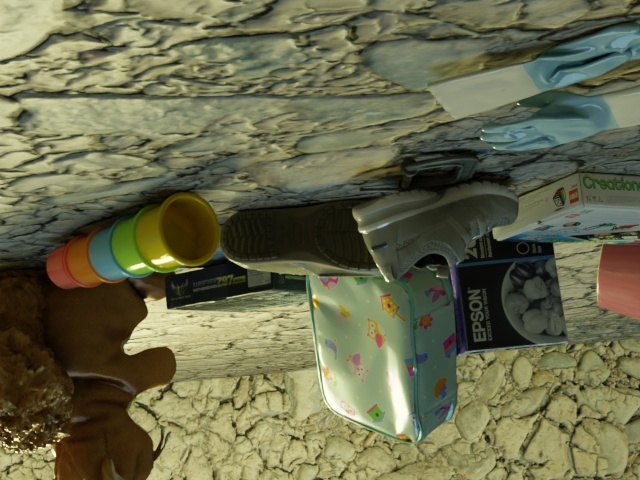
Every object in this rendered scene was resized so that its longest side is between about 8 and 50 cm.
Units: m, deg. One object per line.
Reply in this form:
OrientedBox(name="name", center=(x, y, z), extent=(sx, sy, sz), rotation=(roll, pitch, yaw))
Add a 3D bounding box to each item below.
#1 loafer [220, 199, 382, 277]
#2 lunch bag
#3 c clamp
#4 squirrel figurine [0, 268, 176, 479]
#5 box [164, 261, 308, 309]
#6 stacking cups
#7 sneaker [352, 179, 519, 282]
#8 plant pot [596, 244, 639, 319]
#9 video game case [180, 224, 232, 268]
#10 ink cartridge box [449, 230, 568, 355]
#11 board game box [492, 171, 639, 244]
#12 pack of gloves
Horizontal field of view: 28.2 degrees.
OrientedBox(name="loafer", center=(0.000, 0.000, 1.738), extent=(0.269, 0.101, 0.092), rotation=(3, 170, 2))
OrientedBox(name="lunch bag", center=(0.086, 0.139, 1.848), extent=(0.224, 0.279, 0.108), rotation=(16, -150, 42))
OrientedBox(name="c clamp", center=(0.127, -0.079, 1.578), extent=(0.137, 0.022, 0.160), rotation=(-4, 169, -7))
OrientedBox(name="squirrel figurine", center=(-0.409, 0.237, 1.998), extent=(0.281, 0.370, 0.397), rotation=(-13, 166, 33))
OrientedBox(name="box", center=(-0.097, 0.069, 1.972), extent=(0.233, 0.059, 0.183), rotation=(-11, 168, 39))
OrientedBox(name="stacking cups", center=(-0.265, 0.017, 1.681), extent=(0.096, 0.096, 0.316), rotation=(5, 165, -42))
OrientedBox(name="sneaker", center=(0.153, -0.008, 1.634), extent=(0.281, 0.115, 0.105), rotation=(-10, 176, -41))
OrientedBox(name="plant pot", center=(0.554, 0.056, 2.082), extent=(0.180, 0.201, 0.201), rotation=(7, 174, 22))
OrientedBox(name="video game case", center=(-0.071, 0.011, 1.919), extent=(0.285, 0.025, 0.204), rotation=(0, 167, -26))
OrientedBox(name="ink cartridge box", center=(0.248, 0.065, 1.886), extent=(0.208, 0.206, 0.045), rotation=(-7, 163, 2))
OrientedBox(name="board game box", center=(0.423, -0.041, 1.826), extent=(0.305, 0.053, 0.193), rotation=(2, 166, -31))
OrientedBox(name="pack of gloves", center=(0.244, -0.158, 1.246), extent=(0.232, 0.046, 0.195), rotation=(-14, 155, 23))
